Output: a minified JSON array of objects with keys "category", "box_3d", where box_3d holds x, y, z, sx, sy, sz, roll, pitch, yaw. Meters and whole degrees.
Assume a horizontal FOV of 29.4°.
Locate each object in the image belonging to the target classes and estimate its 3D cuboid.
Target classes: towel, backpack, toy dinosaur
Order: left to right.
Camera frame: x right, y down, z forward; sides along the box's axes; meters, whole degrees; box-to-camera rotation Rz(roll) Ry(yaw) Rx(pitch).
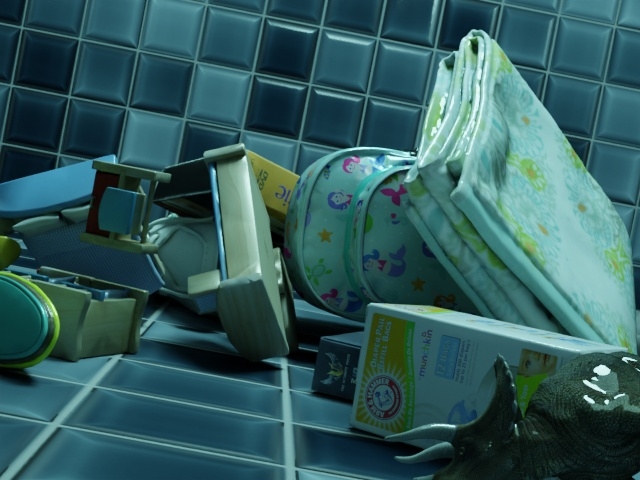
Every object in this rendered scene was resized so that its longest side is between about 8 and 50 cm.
[{"category":"backpack","box_3d":[0.087,-0.003,1.459,0.253,0.225,0.191,9,-1,-9]},{"category":"towel","box_3d":[0.236,-0.017,1.326,0.090,0.374,0.320,-26,26,31]},{"category":"toy dinosaur","box_3d":[0.215,0.124,0.846,0.313,0.121,0.160,-11,39,-38]}]

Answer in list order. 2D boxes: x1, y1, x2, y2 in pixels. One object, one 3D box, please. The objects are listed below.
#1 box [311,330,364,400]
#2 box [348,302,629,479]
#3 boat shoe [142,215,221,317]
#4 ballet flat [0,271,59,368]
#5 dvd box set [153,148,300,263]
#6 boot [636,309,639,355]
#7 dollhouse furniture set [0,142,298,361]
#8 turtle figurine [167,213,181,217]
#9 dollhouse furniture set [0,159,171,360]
[{"category":"box","box_3d":[0.114,0.140,1.271,0.183,0.059,0.232,11,2,20]},{"category":"box","box_3d":[0.139,0.125,1.032,0.203,0.114,0.103,12,4,36]},{"category":"boat shoe","box_3d":[-0.217,0.023,1.705,0.156,0.136,0.367,11,-1,-19]},{"category":"ballet flat","box_3d":[-0.294,0.066,1.064,0.231,0.077,0.077,10,-15,33]},{"category":"dvd box set","box_3d":[0.000,0.000,1.711,0.420,0.062,0.307,27,-13,-24]},{"category":"boot","box_3d":[0.401,0.125,1.709,0.222,0.118,0.338,31,-9,2]},{"category":"dollhouse furniture set","box_3d":[-0.196,0.069,1.379,0.303,0.198,0.286,-12,-41,4]},{"category":"turtle figurine","box_3d":[-0.208,0.016,2.211,0.175,0.118,0.234,25,-13,1]},{"category":"dollhouse furniture set","box_3d":[-0.246,0.010,1.188,0.129,0.184,0.129,12,2,18]}]
